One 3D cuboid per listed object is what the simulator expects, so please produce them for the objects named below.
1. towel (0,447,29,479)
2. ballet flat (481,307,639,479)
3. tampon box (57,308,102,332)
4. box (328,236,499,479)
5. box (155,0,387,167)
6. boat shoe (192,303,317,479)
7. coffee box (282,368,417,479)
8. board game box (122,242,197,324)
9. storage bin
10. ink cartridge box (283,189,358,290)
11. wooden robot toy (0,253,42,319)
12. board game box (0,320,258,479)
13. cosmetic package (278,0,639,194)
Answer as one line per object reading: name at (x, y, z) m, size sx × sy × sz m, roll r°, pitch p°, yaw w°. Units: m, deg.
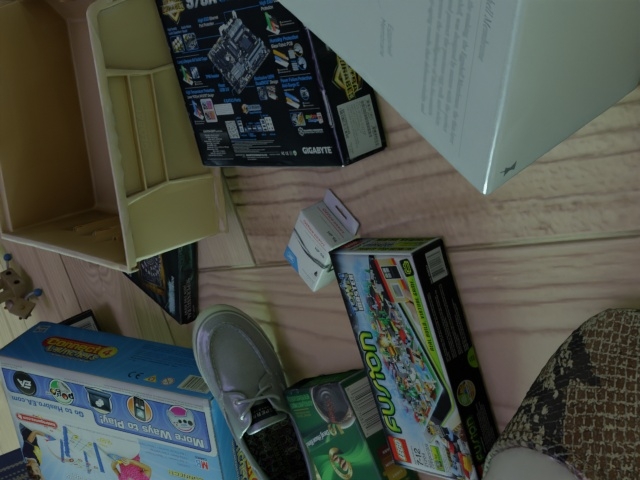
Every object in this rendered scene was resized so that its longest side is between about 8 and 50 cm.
towel at (-0.354, 0.371, 1.525) m, size 0.336 × 0.243 × 0.040 m, roll 24°, pitch 124°, yaw 45°
ballet flat at (0.155, 0.269, 0.808) m, size 0.164 × 0.182 × 0.483 m, roll 40°, pitch 139°, yaw 34°
tampon box at (-0.344, 0.173, 1.494) m, size 0.120 × 0.101 × 0.161 m, roll 66°, pitch 157°, yaw -1°
box at (0.081, 0.099, 0.932) m, size 0.114 × 0.036 × 0.207 m, roll -1°, pitch 110°, yaw 55°
box at (-0.050, -0.151, 0.938) m, size 0.220 × 0.051 × 0.175 m, roll 5°, pitch 114°, yaw 53°
boat shoe at (-0.058, 0.170, 1.118) m, size 0.228 × 0.079 × 0.081 m, roll 67°, pitch 169°, yaw -16°
coffee box at (0.039, 0.216, 1.063) m, size 0.113 × 0.040 × 0.184 m, roll -19°, pitch 95°, yaw 57°
board game box at (-0.183, -0.010, 1.239) m, size 0.126 × 0.026 × 0.186 m, roll 36°, pitch 137°, yaw 36°
storage bin at (-0.231, -0.125, 1.111) m, size 0.262 × 0.123 × 0.260 m, roll 11°, pitch 113°, yaw 48°
ink cartridge box at (0.000, 0.000, 0.987) m, size 0.048 × 0.028 × 0.083 m, roll 49°, pitch 143°, yaw 22°
wooden robot toy at (-0.476, 0.083, 1.672) m, size 0.173 × 0.076 × 0.079 m, roll 41°, pitch 151°, yaw 33°
board game box at (-0.210, 0.264, 1.305) m, size 0.308 × 0.086 × 0.302 m, roll 8°, pitch 119°, yaw 27°
cosmetic package at (0.077, -0.189, 0.614) m, size 0.225 × 0.138 × 0.224 m, roll 49°, pitch 161°, yaw 25°
